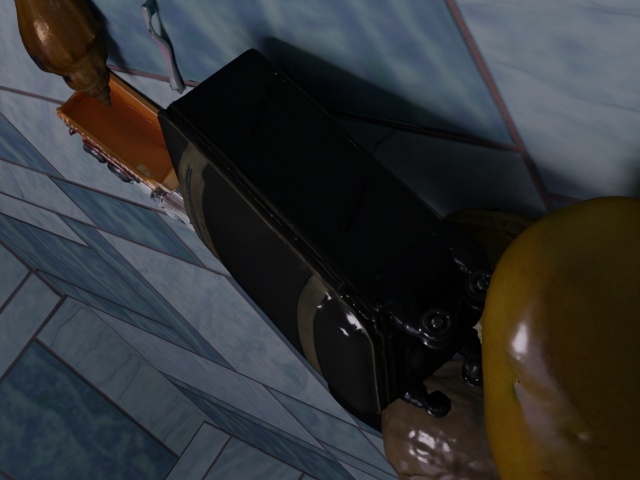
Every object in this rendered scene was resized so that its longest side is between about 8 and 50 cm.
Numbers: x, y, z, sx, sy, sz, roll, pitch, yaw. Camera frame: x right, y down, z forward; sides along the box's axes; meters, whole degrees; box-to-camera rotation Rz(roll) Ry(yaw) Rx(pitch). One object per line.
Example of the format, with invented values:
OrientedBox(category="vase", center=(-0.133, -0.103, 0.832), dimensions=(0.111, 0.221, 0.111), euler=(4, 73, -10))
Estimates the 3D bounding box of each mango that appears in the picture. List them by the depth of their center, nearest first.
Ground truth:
OrientedBox(category="mango", center=(0.287, 0.137, 1.046), dimensions=(0.232, 0.300, 0.445), euler=(34, 162, 49))

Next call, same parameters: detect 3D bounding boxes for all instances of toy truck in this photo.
OrientedBox(category="toy truck", center=(-0.250, -0.133, 1.582), dimensions=(0.270, 0.114, 0.135), euler=(38, 166, -3))

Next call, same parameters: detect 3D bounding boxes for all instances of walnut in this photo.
OrientedBox(category="walnut", center=(0.220, 0.304, 1.680), dimensions=(0.273, 0.273, 0.227), euler=(26, 127, 23))

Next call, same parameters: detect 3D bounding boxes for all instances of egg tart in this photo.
OrientedBox(category="egg tart", center=(0.242, 0.078, 1.273), dimensions=(0.290, 0.115, 0.290), euler=(30, 158, 13))

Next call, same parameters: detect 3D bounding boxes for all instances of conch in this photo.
OrientedBox(category="conch", center=(-0.363, -0.293, 1.397), dimensions=(0.109, 0.093, 0.330), euler=(25, 160, 44))

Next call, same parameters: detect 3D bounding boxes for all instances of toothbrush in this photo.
OrientedBox(category="toothbrush", center=(-0.201, -0.241, 1.366), dimensions=(0.017, 0.022, 0.204), euler=(33, 162, 17))

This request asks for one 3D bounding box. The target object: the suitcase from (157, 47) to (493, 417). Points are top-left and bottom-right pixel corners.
OrientedBox(category="suitcase", center=(0.000, 0.000, 1.200), dimensions=(0.434, 0.194, 0.283), euler=(47, 165, 25))

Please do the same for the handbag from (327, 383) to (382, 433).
OrientedBox(category="handbag", center=(0.131, 0.292, 2.007), dimensions=(0.254, 0.093, 0.308), euler=(33, 161, 6))
